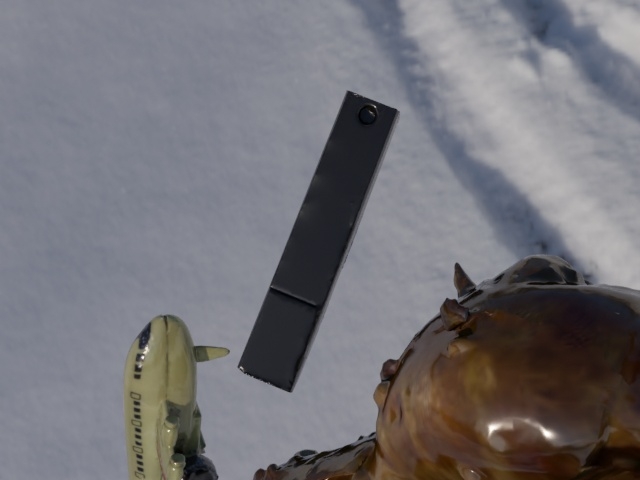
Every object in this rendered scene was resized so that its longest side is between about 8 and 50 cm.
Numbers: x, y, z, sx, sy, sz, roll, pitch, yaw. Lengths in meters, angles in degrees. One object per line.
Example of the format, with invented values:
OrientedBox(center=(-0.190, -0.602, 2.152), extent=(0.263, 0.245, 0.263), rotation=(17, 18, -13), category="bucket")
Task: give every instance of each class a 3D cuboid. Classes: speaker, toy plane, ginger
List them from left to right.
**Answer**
OrientedBox(center=(-0.139, 0.166, 1.184), extent=(0.092, 0.244, 0.229), rotation=(3, 32, -22), category="toy plane")
OrientedBox(center=(0.000, 0.000, 0.991), extent=(0.044, 0.082, 0.218), rotation=(21, 93, 3), category="speaker")
OrientedBox(center=(0.076, 0.148, 0.811), extent=(0.418, 0.176, 0.254), rotation=(-25, 66, 47), category="ginger")
